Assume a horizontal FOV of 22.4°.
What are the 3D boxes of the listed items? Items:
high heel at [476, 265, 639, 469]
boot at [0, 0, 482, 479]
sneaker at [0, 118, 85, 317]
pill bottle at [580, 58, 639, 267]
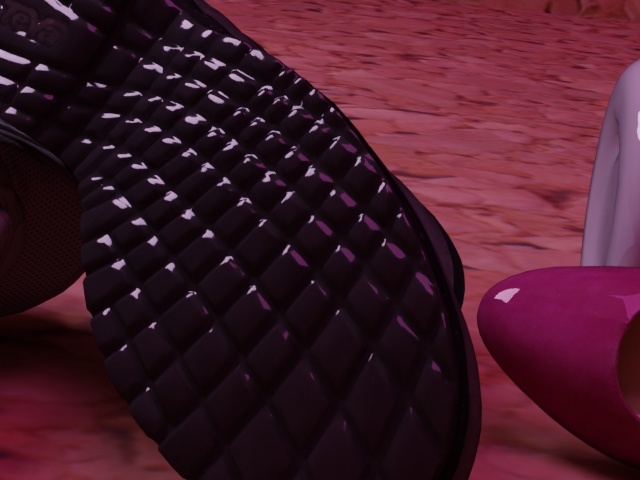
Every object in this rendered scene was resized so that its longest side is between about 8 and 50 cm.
[{"bbox_3d":[0.161,0.050,0.556,0.244,0.082,0.117,25,-12,22],"label":"high heel"},{"bbox_3d":[0.000,0.000,0.637,0.223,0.118,0.338,32,19,-49],"label":"boot"},{"bbox_3d":[-0.169,0.011,0.599,0.111,0.103,0.252,36,24,31],"label":"sneaker"},{"bbox_3d":[0.252,0.006,0.701,0.264,0.146,0.146,7,14,3],"label":"pill bottle"}]
